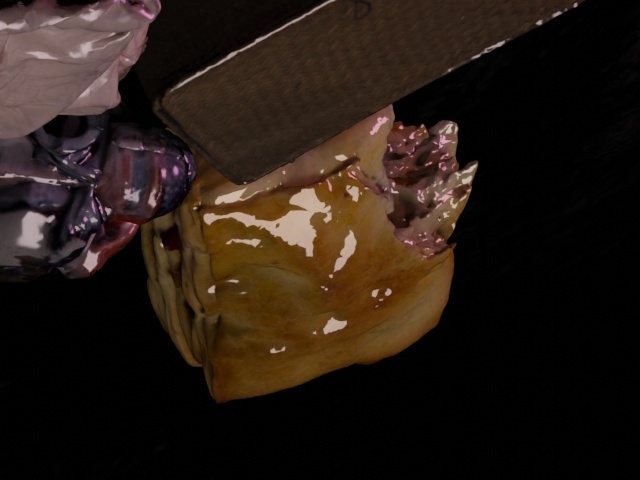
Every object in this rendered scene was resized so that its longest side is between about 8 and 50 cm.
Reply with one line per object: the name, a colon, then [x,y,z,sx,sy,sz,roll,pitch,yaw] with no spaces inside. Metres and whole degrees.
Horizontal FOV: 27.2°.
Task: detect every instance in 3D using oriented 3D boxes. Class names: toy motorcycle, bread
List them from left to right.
toy motorcycle: [-0.201,-0.078,0.752,0.207,0.134,0.401,-1,150,16]
bread: [0.000,0.000,1.171,0.314,0.191,0.370,-20,158,-20]

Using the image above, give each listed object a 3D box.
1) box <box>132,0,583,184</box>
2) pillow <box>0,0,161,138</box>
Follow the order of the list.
box: [0.012,-0.174,0.809,0.273,0.143,0.184,-29,162,6]
pillow: [-0.073,-0.093,0.328,0.135,0.049,0.248,-13,154,-33]
